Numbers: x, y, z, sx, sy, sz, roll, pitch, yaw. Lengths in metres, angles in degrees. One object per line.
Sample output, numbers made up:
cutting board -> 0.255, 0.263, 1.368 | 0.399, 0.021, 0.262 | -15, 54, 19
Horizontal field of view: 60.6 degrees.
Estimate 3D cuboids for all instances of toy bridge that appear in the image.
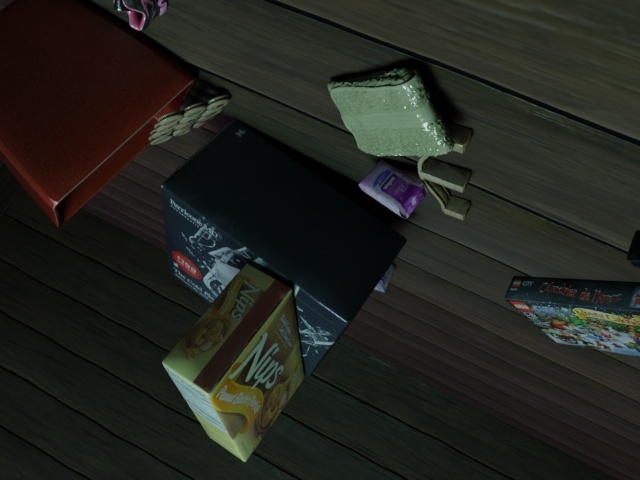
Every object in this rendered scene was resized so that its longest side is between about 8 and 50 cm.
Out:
toy bridge -> 0.155, -0.083, 0.685 | 0.063, 0.026, 0.188 | 24, 164, 23

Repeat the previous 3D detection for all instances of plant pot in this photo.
plant pot -> -0.385, -0.207, 0.823 | 0.236, 0.267, 0.267 | 46, 160, -14

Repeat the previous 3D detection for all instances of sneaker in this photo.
sneaker -> -0.216, -0.287, 0.617 | 0.047, 0.057, 0.119 | 25, 162, 19

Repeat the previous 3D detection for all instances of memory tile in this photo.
memory tile -> -0.203, -0.183, 0.837 | 0.148, 0.113, 0.012 | -9, 105, 66

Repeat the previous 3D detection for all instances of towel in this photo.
towel -> 0.073, -0.136, 0.609 | 0.148, 0.027, 0.110 | 13, 147, 53

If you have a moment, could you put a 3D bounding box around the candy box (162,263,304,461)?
candy box -> -0.115, 0.202, 0.848 | 0.087, 0.183, 0.316 | 26, 149, 21

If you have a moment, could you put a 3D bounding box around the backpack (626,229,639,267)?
backpack -> 0.341, -0.002, 0.279 | 0.253, 0.225, 0.191 | 25, 169, -2

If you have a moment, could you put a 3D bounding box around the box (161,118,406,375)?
box -> -0.081, 0.029, 0.940 | 0.343, 0.179, 0.312 | 35, 150, 7

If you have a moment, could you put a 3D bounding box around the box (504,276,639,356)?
box -> 0.420, 0.117, 0.825 | 0.159, 0.044, 0.233 | 35, 162, -24

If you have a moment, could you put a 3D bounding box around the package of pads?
package of pads -> 0.096, -0.070, 0.736 | 0.083, 0.050, 0.032 | 39, 178, 37

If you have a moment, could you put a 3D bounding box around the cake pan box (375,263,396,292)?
cake pan box -> 0.000, 0.000, 1.118 | 0.266, 0.070, 0.246 | 15, 161, 39
